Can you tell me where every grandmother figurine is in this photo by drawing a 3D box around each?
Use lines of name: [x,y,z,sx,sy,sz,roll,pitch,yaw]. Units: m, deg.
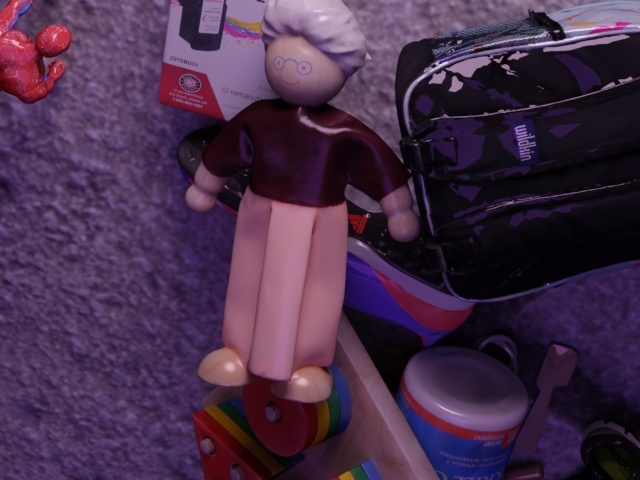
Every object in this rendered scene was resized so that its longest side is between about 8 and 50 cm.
grandmother figurine: [-0.017,-0.039,0.977,0.208,0.104,0.342,7,106,6]

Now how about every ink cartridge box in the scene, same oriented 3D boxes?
ink cartridge box: [-0.066,-0.197,1.031,0.128,0.072,0.175,15,121,5]

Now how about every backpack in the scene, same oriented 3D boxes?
backpack: [0.202,-0.082,0.959,0.254,0.191,0.225,-11,113,11]

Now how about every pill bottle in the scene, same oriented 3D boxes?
pill bottle: [0.117,0.226,1.156,0.124,0.124,0.221,16,119,5]

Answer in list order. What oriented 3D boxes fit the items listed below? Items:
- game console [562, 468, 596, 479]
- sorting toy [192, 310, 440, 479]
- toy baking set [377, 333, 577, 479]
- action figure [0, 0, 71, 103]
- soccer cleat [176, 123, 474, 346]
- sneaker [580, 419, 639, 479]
game console: [0.305,0.390,1.204,0.293,0.173,0.250,-34,106,26]
sorting toy: [-0.022,0.230,1.142,0.257,0.089,0.255,-43,72,46]
toy baking set: [0.149,0.189,1.214,0.256,0.030,0.196,-10,115,18]
action figure: [-0.305,-0.171,1.104,0.280,0.139,0.091,-10,120,43]
soccer cleat: [0.000,0.000,1.111,0.318,0.108,0.116,26,134,0]
sneaker: [0.318,0.243,1.133,0.170,0.075,0.063,41,108,22]
